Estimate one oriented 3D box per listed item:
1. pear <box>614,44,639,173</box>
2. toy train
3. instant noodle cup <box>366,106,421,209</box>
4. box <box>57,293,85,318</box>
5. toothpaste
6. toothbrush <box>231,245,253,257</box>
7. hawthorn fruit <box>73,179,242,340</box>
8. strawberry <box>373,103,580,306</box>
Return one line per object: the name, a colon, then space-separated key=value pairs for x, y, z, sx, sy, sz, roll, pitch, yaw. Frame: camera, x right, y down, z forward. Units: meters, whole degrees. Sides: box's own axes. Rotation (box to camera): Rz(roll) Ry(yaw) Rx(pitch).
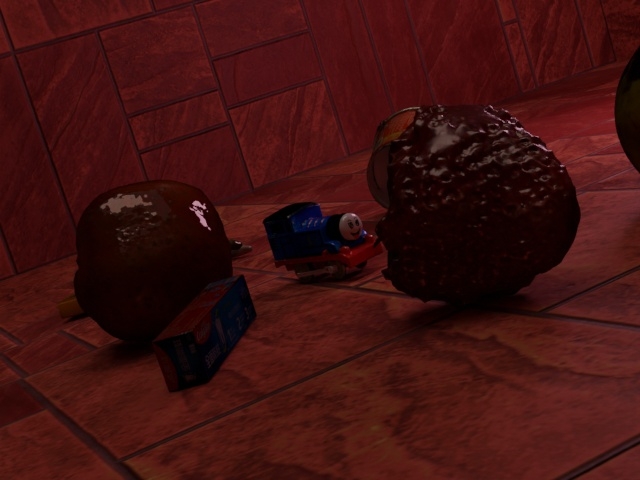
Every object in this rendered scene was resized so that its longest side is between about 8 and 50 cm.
pear: x=0.561 y=-0.200 z=1.601 sx=0.283 sy=0.283 sz=0.283 roll=-17 pitch=9 yaw=3
toy train: x=0.000 y=0.000 z=1.862 sx=0.083 sy=0.131 sz=0.204 roll=-24 pitch=11 yaw=-39
instant noodle cup: x=0.191 y=-0.156 z=2.279 sx=0.213 sy=0.213 sz=0.174 roll=-14 pitch=17 yaw=22
box: x=-0.454 y=0.106 z=2.375 sx=0.152 sy=0.043 sz=0.269 roll=-16 pitch=9 yaw=11
toothpaste: x=-0.161 y=0.126 z=1.582 sx=0.066 sy=0.076 sz=0.320 roll=-16 pitch=9 yaw=12
toothbrush: x=-0.299 y=0.047 z=2.485 sx=0.375 sy=0.028 sz=0.037 roll=-12 pitch=16 yaw=34
hawthorn fruit: x=-0.270 y=0.030 z=1.823 sx=0.300 sy=0.275 sz=0.275 roll=-9 pitch=5 yaw=-21
strawberry: x=0.193 y=-0.041 z=1.399 sx=0.257 sy=0.261 sz=0.261 roll=2 pitch=12 yaw=7
